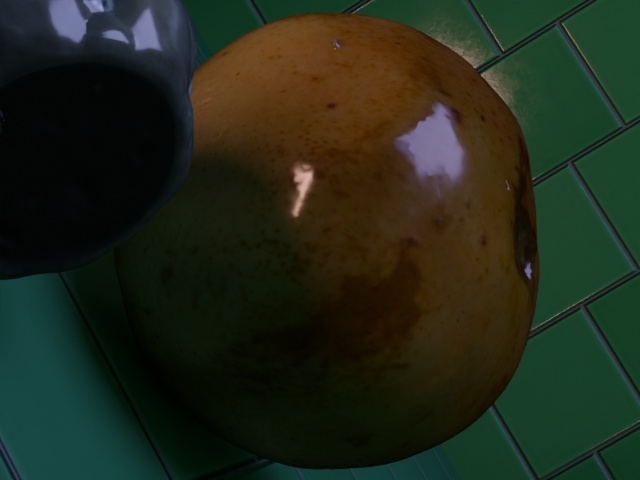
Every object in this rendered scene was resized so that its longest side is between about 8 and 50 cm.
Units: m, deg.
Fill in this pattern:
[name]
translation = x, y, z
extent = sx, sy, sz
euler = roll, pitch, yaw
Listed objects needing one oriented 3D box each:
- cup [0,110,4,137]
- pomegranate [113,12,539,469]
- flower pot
[cup]
translation = -0.237, -0.195, 0.567
extent = 0.203, 0.203, 0.289
euler = 36, 55, -71
[pomegranate]
translation = 0.000, 0.000, 1.118
extent = 0.417, 0.416, 0.417
euler = 57, 8, -12
[flower pot]
translation = -0.195, -0.104, 0.779
extent = 0.195, 0.246, 0.246
euler = 56, 5, 35
